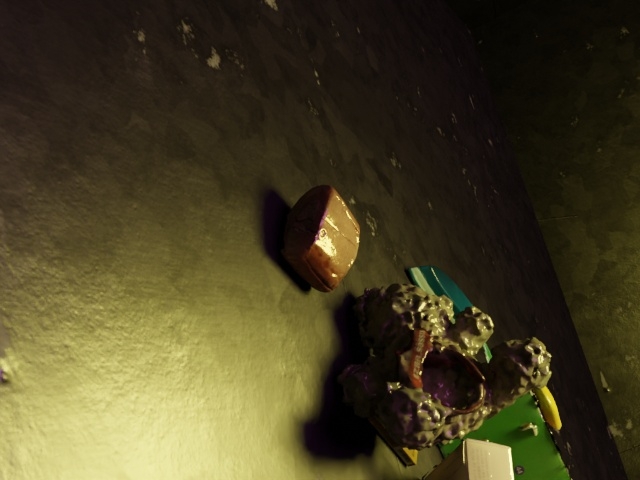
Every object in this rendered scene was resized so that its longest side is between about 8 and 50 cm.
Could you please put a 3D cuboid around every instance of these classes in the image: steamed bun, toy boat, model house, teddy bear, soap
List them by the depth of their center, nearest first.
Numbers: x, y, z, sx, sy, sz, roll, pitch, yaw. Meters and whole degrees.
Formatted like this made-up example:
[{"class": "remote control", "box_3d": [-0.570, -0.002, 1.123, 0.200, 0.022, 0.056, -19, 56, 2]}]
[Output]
[{"class": "steamed bun", "box_3d": [0.000, 0.000, 1.357, 0.145, 0.106, 0.175, 52, 43, -38]}, {"class": "teddy bear", "box_3d": [0.183, 0.202, 1.364, 0.357, 0.224, 0.367, -17, 52, -23]}, {"class": "soap", "box_3d": [0.505, 0.370, 1.622, 0.089, 0.033, 0.168, -105, 167, -46]}, {"class": "model house", "box_3d": [0.396, 0.424, 1.697, 0.358, 0.242, 0.313, 62, 10, -6]}, {"class": "toy boat", "box_3d": [0.316, 0.142, 1.870, 0.299, 0.062, 0.096, 43, 36, -40]}]

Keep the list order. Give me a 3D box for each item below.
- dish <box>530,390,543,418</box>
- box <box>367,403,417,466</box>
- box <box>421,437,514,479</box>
[{"class": "dish", "box_3d": [0.571, 0.502, 2.061, 0.190, 0.066, 0.191, 43, 36, -43]}, {"class": "box", "box_3d": [0.144, 0.359, 1.425, 0.156, 0.022, 0.089, 54, 28, -25]}, {"class": "box", "box_3d": [0.266, 0.515, 1.315, 0.106, 0.203, 0.252, 14, 48, -10]}]
